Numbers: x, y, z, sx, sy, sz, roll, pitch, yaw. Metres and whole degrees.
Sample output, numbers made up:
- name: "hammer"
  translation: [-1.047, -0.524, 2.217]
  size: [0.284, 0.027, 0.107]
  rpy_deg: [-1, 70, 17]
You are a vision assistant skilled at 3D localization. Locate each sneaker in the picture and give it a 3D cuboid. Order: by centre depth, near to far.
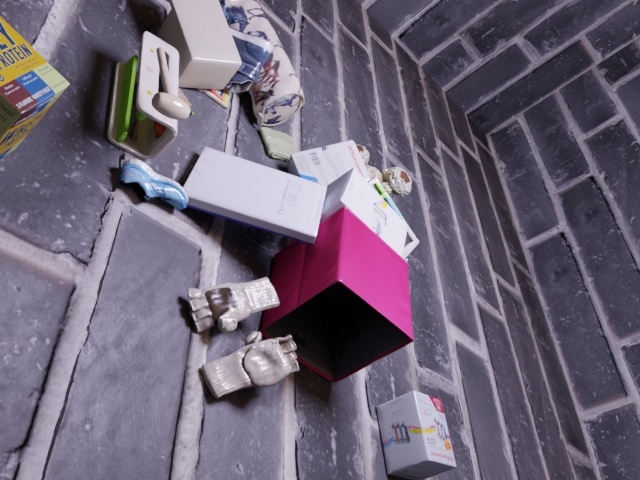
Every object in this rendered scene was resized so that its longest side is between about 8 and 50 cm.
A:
- name: "sneaker"
  translation: [-0.360, -0.104, 1.280]
  size: [0.162, 0.063, 0.073]
  rpy_deg: [31, 57, -30]
- name: "sneaker"
  translation: [-0.266, -0.517, 1.701]
  size: [0.226, 0.163, 0.086]
  rpy_deg: [23, 1, 18]

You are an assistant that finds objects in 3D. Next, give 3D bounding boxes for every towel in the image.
- name: "towel"
  translation: [-0.120, -0.288, 1.810]
  size: [0.148, 0.027, 0.110]
  rpy_deg: [7, 55, -52]

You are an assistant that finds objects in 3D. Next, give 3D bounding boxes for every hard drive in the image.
- name: "hard drive"
  translation: [-0.152, -0.110, 1.432]
  size: [0.319, 0.040, 0.210]
  rpy_deg: [17, 40, -5]

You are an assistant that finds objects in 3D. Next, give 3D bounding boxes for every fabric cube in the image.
- name: "fabric cube"
  translation: [0.042, 0.131, 1.422]
  size: [0.254, 0.259, 0.258]
  rpy_deg: [39, 33, -26]

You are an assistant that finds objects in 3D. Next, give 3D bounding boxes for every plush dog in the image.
- name: "plush dog"
  translation: [0.133, -0.146, 1.931]
  size: [0.263, 0.210, 0.225]
  rpy_deg: [30, 54, -10]

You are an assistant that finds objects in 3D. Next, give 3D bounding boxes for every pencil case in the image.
- name: "pencil case"
  translation: [-0.197, -0.548, 1.814]
  size: [0.184, 0.160, 0.410]
  rpy_deg: [-23, 79, -15]

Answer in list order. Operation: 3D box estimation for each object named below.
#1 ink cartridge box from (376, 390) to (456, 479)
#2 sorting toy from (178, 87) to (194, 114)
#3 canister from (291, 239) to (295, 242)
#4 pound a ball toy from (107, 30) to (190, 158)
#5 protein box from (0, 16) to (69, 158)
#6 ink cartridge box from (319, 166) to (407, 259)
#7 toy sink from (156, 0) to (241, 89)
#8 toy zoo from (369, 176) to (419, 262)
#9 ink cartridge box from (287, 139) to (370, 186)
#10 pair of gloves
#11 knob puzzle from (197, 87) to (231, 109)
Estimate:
- name: "ink cartridge box"
  translation: [0.237, 0.489, 1.488]
  size: [0.128, 0.127, 0.176]
  rpy_deg: [29, 41, -39]
- name: "sorting toy"
  translation: [-0.360, -0.359, 1.547]
  size: [0.083, 0.012, 0.062]
  rpy_deg: [55, 25, 4]
- name: "canister"
  translation: [0.000, 0.000, 1.666]
  size: [0.170, 0.073, 0.126]
  rpy_deg: [-4, 65, -54]
- name: "pound a ball toy"
  translation: [-0.355, -0.327, 1.333]
  size: [0.136, 0.208, 0.319]
  rpy_deg: [27, 41, -40]
- name: "protein box"
  translation: [-0.565, -0.244, 0.960]
  size: [0.200, 0.201, 0.136]
  rpy_deg: [46, 32, -17]
- name: "ink cartridge box"
  translation: [0.089, -0.033, 1.584]
  size: [0.232, 0.171, 0.168]
  rpy_deg: [45, 35, -18]
- name: "toy sink"
  translation: [-0.338, -0.537, 1.605]
  size: [0.153, 0.131, 0.234]
  rpy_deg: [-9, 72, -41]
- name: "toy zoo"
  translation: [0.176, -0.022, 1.843]
  size: [0.293, 0.192, 0.030]
  rpy_deg: [56, -13, -8]
- name: "ink cartridge box"
  translation: [0.024, -0.198, 1.769]
  size: [0.203, 0.086, 0.148]
  rpy_deg: [-15, 69, -18]
- name: "pair of gloves"
  translation: [-0.155, 0.188, 1.221]
  size: [0.204, 0.042, 0.240]
  rpy_deg: [-7, 63, -29]
- name: "knob puzzle"
  translation: [-0.326, -0.488, 1.702]
  size: [0.213, 0.030, 0.213]
  rpy_deg: [35, 37, -32]
